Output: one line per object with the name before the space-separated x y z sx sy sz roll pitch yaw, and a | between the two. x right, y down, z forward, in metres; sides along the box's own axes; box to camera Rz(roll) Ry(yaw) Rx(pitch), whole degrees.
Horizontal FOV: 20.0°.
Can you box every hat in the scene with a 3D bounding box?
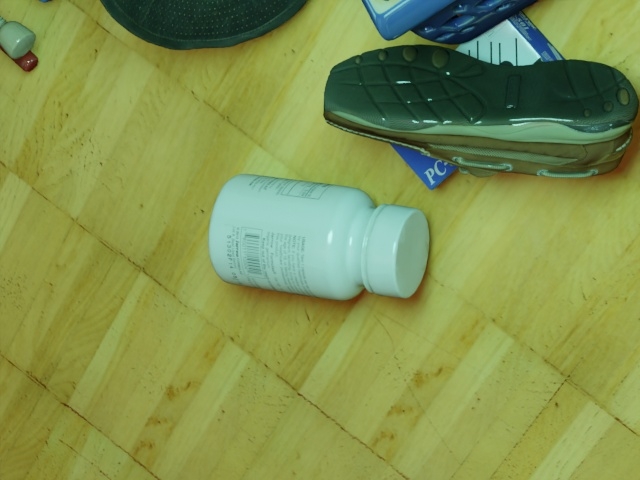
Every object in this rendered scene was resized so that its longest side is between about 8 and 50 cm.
hat | -0.135 -0.376 1.950 0.134 0.331 0.331 45 133 49

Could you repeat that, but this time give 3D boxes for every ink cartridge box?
ink cartridge box | 0.163 -0.156 1.966 0.097 0.046 0.207 49 123 2

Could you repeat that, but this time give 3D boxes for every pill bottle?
pill bottle | 0.000 0.000 2.063 0.229 0.131 0.131 8 114 24

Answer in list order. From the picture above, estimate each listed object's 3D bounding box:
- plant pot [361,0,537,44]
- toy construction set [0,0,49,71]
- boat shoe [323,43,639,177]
plant pot | 0.127 -0.336 1.787 0.236 0.212 0.236 -31 83 32
toy construction set | -0.423 -0.346 2.101 0.237 0.257 0.309 42 153 13
boat shoe | 0.163 -0.117 1.878 0.324 0.123 0.120 7 139 13
